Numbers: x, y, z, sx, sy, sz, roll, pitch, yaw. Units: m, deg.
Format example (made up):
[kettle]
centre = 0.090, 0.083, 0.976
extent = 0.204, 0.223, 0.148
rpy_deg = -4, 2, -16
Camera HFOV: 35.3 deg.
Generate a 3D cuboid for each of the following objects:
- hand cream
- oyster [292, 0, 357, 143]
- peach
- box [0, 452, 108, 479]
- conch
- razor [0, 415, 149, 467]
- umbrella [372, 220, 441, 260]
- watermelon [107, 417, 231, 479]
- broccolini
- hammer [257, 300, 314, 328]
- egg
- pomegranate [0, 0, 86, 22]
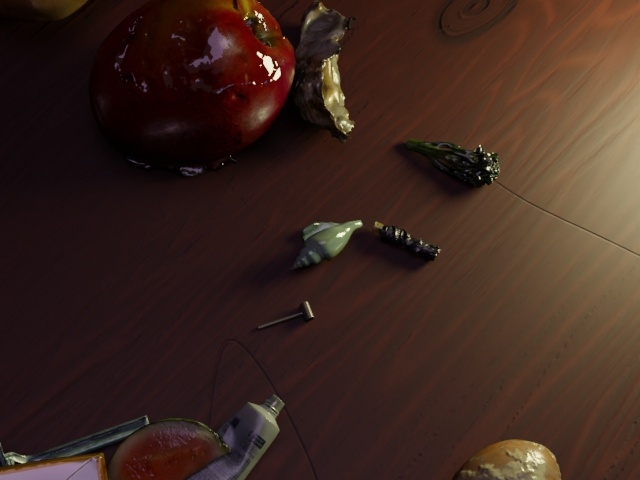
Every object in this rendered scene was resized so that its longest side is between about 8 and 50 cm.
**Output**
[hand cream]
centre = -0.186, 0.413, 1.807
extent = 0.124, 0.078, 0.341
rpy_deg = 40, 77, 10
[oyster]
centre = 0.008, -0.367, 2.079
extent = 0.133, 0.198, 0.337
rpy_deg = 1, 59, 1
[peach]
centre = -0.270, -0.326, 2.000
extent = 0.416, 0.353, 0.339
rpy_deg = -28, 58, 29
[box]
centre = -0.462, 0.501, 1.624
extent = 0.259, 0.214, 0.284
rpy_deg = -7, 80, -9
[conch]
centre = 0.004, 0.006, 1.995
extent = 0.180, 0.088, 0.065
rpy_deg = -35, 118, -24
[razor]
centre = -0.439, 0.373, 1.801
extent = 0.277, 0.056, 0.111
rpy_deg = -17, 83, -20
[umbrella]
centre = 0.171, 0.000, 2.020
extent = 0.143, 0.040, 0.037
rpy_deg = 24, 76, 6
[watermelon]
centre = -0.284, 0.383, 1.781
extent = 0.245, 0.063, 0.119
rpy_deg = -24, 74, 1
[broccolini]
centre = 0.275, -0.170, 2.087
extent = 0.202, 0.068, 0.091
rpy_deg = 17, 86, 3
[hammer]
centre = -0.069, 0.151, 1.947
extent = 0.110, 0.019, 0.036
rpy_deg = -18, 70, -7
[egg]
centre = 0.323, 0.455, 1.764
extent = 0.195, 0.195, 0.233
rpy_deg = 33, 80, 8
[pomegranate]
centre = -0.590, -0.618, 2.053
extent = 0.338, 0.338, 0.338
rpy_deg = 2, 67, -5
